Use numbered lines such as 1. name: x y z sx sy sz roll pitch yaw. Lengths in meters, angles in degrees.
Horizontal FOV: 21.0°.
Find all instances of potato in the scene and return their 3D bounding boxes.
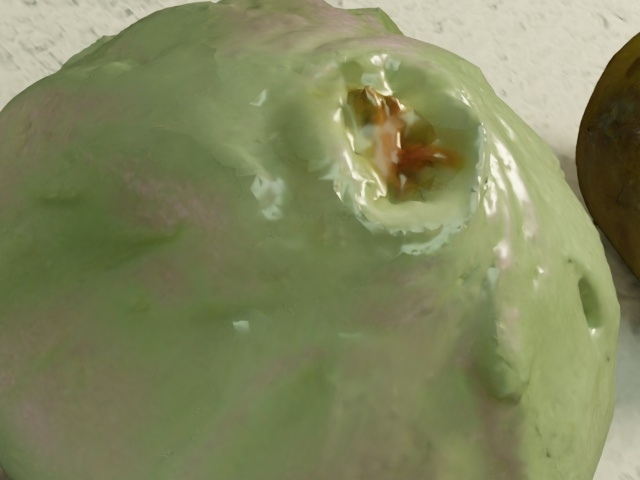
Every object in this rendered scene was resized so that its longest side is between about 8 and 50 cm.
1. potato: 0.201 -0.038 0.884 0.137 0.137 0.176 5 49 -27

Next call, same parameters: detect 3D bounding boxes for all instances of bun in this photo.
1. bun: 0.000 0.000 0.687 0.293 0.187 0.293 16 41 -14
